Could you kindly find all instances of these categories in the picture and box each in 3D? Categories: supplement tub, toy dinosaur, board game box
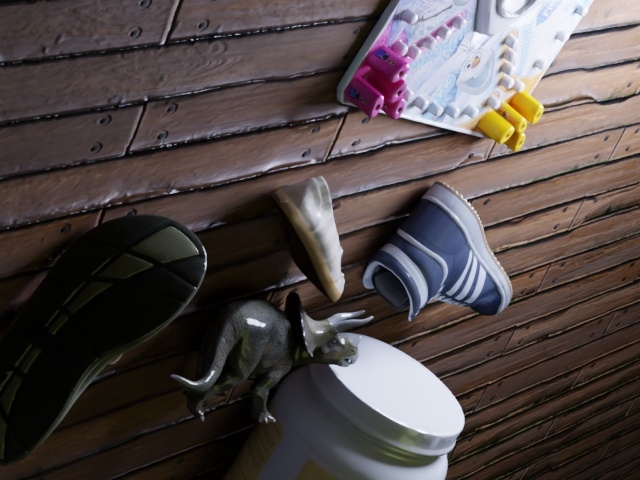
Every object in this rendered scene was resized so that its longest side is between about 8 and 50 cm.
[{"bbox_3d":[0.012,0.308,2.058,0.241,0.241,0.331,0,127,-55],"label":"supplement tub"},{"bbox_3d":[-0.089,0.121,1.846,0.313,0.121,0.160,13,104,-54],"label":"toy dinosaur"},{"bbox_3d":[0.231,-0.284,1.820,0.390,0.050,0.390,6,122,-58],"label":"board game box"}]

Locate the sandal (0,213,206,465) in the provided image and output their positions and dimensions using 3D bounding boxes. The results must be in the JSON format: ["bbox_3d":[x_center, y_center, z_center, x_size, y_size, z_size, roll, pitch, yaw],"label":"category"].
[{"bbox_3d":[-0.241,0.089,1.584,0.303,0.120,0.086,-44,180,-4],"label":"sandal"}]

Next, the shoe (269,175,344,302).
[{"bbox_3d":[0.000,0.000,1.824,0.058,0.076,0.219,-37,149,-10],"label":"shoe"}]

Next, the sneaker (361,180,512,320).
[{"bbox_3d":[0.149,0.053,2.078,0.153,0.099,0.282,-48,146,-11],"label":"sneaker"}]
